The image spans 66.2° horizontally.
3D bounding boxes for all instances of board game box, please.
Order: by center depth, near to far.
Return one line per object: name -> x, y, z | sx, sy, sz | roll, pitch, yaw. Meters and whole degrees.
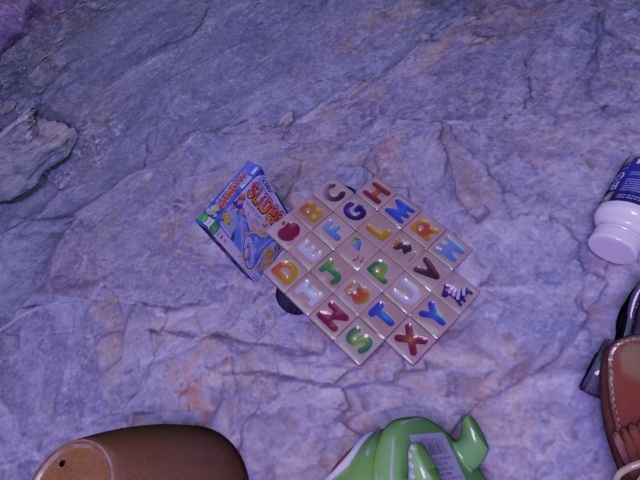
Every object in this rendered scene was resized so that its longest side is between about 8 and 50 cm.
board game box -> -0.122, -0.026, 0.872 | 0.035, 0.201, 0.136 | 29, 73, 30

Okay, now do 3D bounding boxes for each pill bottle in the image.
pill bottle -> 0.481, -0.050, 0.749 | 0.094, 0.094, 0.169 | 29, 72, 30

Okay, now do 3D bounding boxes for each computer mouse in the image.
computer mouse -> 0.000, 0.000, 0.901 | 0.262, 0.060, 0.184 | -38, 57, -6

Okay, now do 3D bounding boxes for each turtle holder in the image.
turtle holder -> 0.120, 0.377, 0.552 | 0.227, 0.243, 0.320 | -39, 83, 24

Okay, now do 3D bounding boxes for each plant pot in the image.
plant pot -> -0.251, 0.348, 0.659 | 0.236, 0.254, 0.237 | -8, 57, 13

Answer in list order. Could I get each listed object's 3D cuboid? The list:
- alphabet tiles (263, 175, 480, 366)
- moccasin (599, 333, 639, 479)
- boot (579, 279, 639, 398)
alphabet tiles -> 0.081, 0.035, 0.835 | 0.285, 0.011, 0.342 | -41, 65, -19
moccasin -> 0.373, 0.270, 0.488 | 0.139, 0.147, 0.380 | -9, 53, 25
boot -> 0.496, 0.162, 0.628 | 0.228, 0.091, 0.263 | 30, 83, 30
